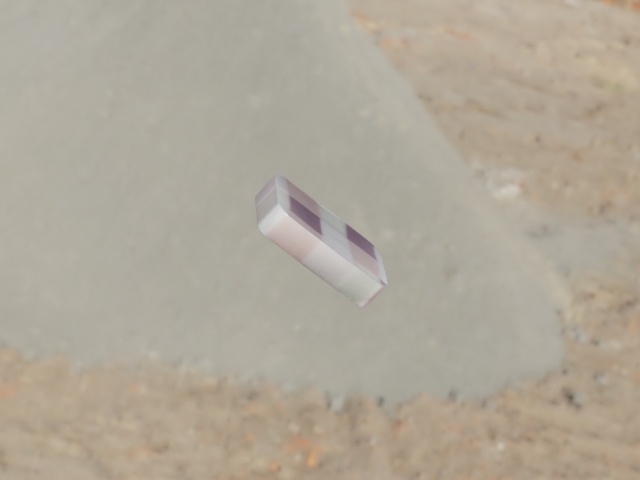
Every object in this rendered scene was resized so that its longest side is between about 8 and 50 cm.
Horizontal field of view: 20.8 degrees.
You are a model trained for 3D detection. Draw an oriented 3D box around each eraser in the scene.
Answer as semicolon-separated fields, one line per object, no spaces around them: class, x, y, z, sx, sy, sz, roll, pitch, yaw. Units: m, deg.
eraser;0.000;0.000;1.255;0.105;0.026;0.065;36;18;-23
